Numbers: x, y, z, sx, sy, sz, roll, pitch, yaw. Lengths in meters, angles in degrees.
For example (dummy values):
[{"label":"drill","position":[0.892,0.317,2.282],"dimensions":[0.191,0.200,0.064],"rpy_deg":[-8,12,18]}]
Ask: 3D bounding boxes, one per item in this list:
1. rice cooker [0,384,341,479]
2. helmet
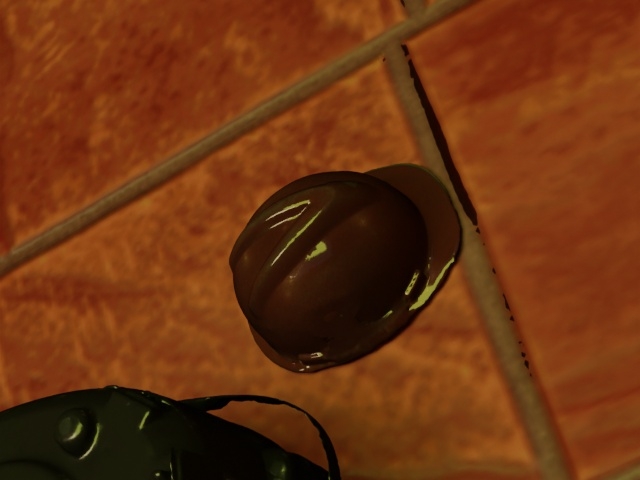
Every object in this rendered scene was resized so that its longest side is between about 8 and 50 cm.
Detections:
[{"label":"rice cooker","position":[-0.084,0.129,0.535],"dimensions":[0.203,0.118,0.142],"rpy_deg":[-19,56,27]},{"label":"helmet","position":[0.000,0.000,0.592],"dimensions":[0.111,0.057,0.089],"rpy_deg":[-38,49,9]}]
